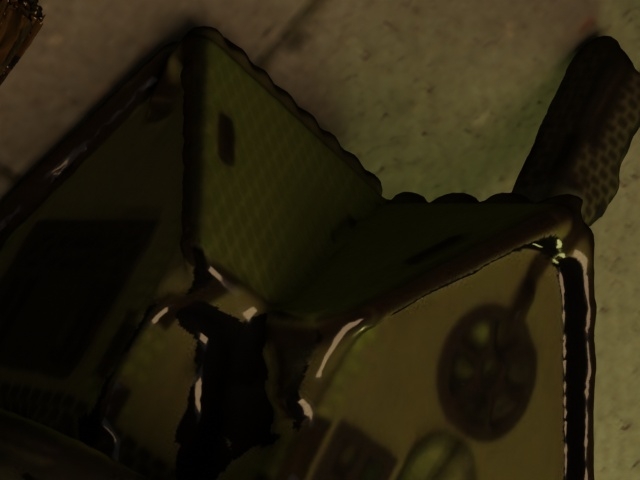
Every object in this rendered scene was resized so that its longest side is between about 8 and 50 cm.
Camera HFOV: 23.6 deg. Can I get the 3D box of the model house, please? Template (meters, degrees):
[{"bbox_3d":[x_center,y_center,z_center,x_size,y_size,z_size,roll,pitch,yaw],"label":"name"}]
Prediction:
[{"bbox_3d":[0.000,0.000,0.540,0.218,0.205,0.278,40,69,-34],"label":"model house"}]

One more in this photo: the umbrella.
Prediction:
[{"bbox_3d":[-0.115,-0.059,0.525,0.020,0.031,0.083,3,124,-59],"label":"umbrella"}]
